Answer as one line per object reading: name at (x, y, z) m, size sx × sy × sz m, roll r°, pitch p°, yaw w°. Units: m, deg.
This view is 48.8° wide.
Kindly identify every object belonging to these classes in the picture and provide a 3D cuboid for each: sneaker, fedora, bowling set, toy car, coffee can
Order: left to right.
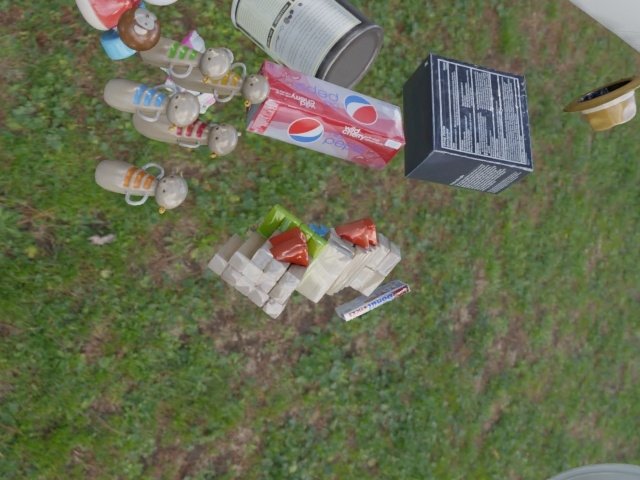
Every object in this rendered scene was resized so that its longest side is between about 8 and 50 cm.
toy car at (-0.321, -0.491, 1.292) m, size 0.210 × 0.238 × 0.219 m, roll -95°, pitch 168°, yaw -48°
bowling set at (-0.187, -0.193, 0.925) m, size 0.200 × 0.154 × 0.287 m, roll 87°, pitch 23°, yaw -58°
sneaker at (-0.250, -0.334, 1.429) m, size 0.111 × 0.252 × 0.103 m, roll 43°, pitch 82°, yaw -1°
coffee can at (-0.030, -0.462, 1.533) m, size 0.201 × 0.275 × 0.201 m, roll -44°, pitch 166°, yaw -13°
fedora at (0.623, -0.289, 1.521) m, size 0.194 × 0.194 × 0.079 m, roll -32°, pitch 102°, yaw -38°

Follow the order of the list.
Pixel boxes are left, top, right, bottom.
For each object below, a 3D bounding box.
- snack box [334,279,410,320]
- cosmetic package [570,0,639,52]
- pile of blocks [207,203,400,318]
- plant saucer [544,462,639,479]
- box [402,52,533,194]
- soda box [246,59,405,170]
snack box at (0.126, 0.144, 1.719) m, size 0.178 × 0.064 × 0.022 m, roll -24°, pitch 105°, yaw -15°
cosmetic package at (0.421, -0.364, 0.864) m, size 0.366 × 0.155 × 0.196 m, roll 2°, pitch 100°, yaw -49°
pile of blocks at (0.000, 0.000, 0.975) m, size 0.112 × 0.149 × 0.362 m, roll -51°, pitch 158°, yaw 21°
plant saucer at (0.377, 0.487, 0.884) m, size 0.101 × 0.401 × 0.400 m, roll 25°, pitch 78°, yaw -50°
box at (0.387, -0.308, 1.897) m, size 0.294 × 0.183 × 0.296 m, roll 9°, pitch 68°, yaw -19°
soda box at (0.009, -0.207, 1.190) m, size 0.263 × 0.083 × 0.092 m, roll 14°, pitch 52°, yaw -24°
